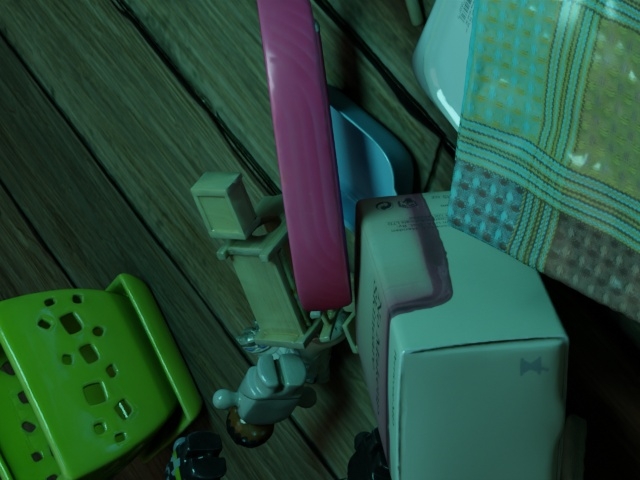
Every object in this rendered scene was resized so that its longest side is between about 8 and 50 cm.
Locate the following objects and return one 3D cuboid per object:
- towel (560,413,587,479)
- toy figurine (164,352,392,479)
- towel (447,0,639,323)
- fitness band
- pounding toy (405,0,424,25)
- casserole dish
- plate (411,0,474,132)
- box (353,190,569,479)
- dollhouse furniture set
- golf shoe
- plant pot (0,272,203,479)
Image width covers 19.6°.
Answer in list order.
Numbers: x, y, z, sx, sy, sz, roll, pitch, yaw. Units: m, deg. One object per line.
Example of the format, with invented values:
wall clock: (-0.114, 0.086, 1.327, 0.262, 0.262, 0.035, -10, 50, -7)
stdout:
towel: (0.160, 0.316, 1.522, 0.312, 0.056, 0.324, 103, 173, -49)
toy figurine: (-0.040, 0.236, 1.776, 0.209, 0.213, 0.148, 35, 141, 5)
towel: (0.204, -0.127, 1.242, 0.271, 0.040, 0.370, 30, 125, 39)
fitness band: (-0.012, -0.084, 1.534, 0.209, 0.054, 0.291, -100, 1, -70)
pounding toy: (0.034, -0.261, 1.491, 0.141, 0.100, 0.130, 51, 132, 26)
casserole dish: (0.027, -0.072, 1.664, 0.188, 0.037, 0.114, 42, 141, 39)
plate: (0.167, -0.125, 1.383, 0.278, 0.045, 0.277, 54, 149, 25)
box: (0.103, 0.079, 1.445, 0.232, 0.126, 0.149, -104, 11, -60)
dollhouse furniture set: (0.000, 0.000, 1.692, 0.161, 0.101, 0.182, 3, 128, 34)
golf shoe: (-0.007, 0.102, 1.829, 0.086, 0.069, 0.176, 50, 156, -14)
plant pot: (-0.278, 0.176, 2.171, 0.228, 0.207, 0.227, 64, 150, 11)
